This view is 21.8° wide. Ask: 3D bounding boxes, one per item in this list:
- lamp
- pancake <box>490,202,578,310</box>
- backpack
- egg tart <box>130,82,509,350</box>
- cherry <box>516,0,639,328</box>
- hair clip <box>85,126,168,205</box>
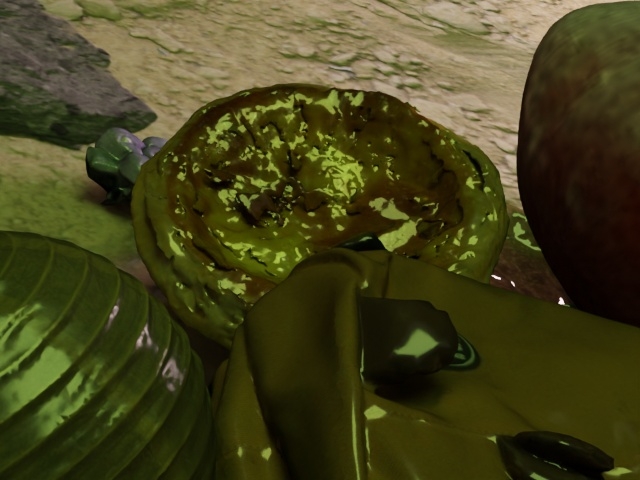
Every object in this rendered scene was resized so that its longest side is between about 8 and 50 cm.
[{"bbox_3d":[-0.163,0.131,0.879,0.250,0.284,0.250,-24,26,13],"label":"lamp"},{"bbox_3d":[0.171,0.049,1.368,0.294,0.049,0.294,15,28,-8],"label":"pancake"},{"bbox_3d":[0.100,0.162,0.973,0.353,0.201,0.378,13,36,-19],"label":"backpack"},{"bbox_3d":[0.000,0.000,1.245,0.290,0.115,0.290,1,45,-1],"label":"egg tart"},{"bbox_3d":[0.316,-0.037,1.262,0.326,0.291,0.335,-20,58,-45],"label":"cherry"},{"bbox_3d":[-0.101,-0.036,1.374,0.195,0.052,0.124,14,28,-23],"label":"hair clip"}]
